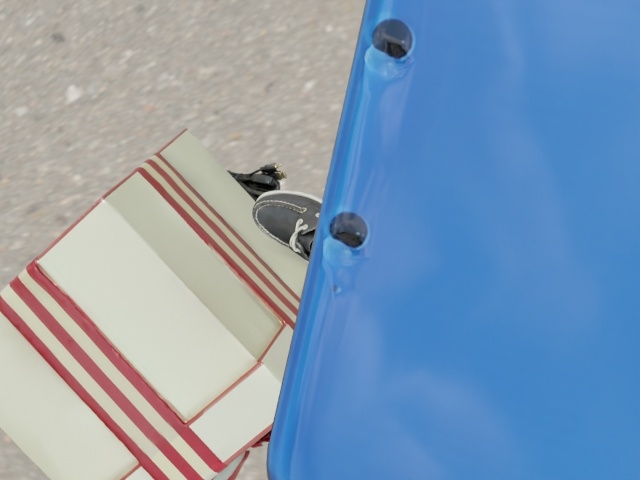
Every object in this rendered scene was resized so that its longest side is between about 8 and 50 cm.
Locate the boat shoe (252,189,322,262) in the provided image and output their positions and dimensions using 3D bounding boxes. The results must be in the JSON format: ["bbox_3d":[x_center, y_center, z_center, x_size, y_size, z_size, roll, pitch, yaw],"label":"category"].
[{"bbox_3d":[0.000,0.000,1.247,0.125,0.038,0.046,28,117,14],"label":"boat shoe"}]

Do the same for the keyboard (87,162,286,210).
[{"bbox_3d":[-0.111,0.008,1.654,0.033,0.317,0.201,-26,121,-51],"label":"keyboard"}]

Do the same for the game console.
[{"bbox_3d":[0.142,-0.028,0.576,0.250,0.173,0.293,-23,133,-51],"label":"game console"}]

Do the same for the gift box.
[{"bbox_3d":[-0.117,0.078,1.404,0.258,0.255,0.276,48,27,-4],"label":"gift box"}]
